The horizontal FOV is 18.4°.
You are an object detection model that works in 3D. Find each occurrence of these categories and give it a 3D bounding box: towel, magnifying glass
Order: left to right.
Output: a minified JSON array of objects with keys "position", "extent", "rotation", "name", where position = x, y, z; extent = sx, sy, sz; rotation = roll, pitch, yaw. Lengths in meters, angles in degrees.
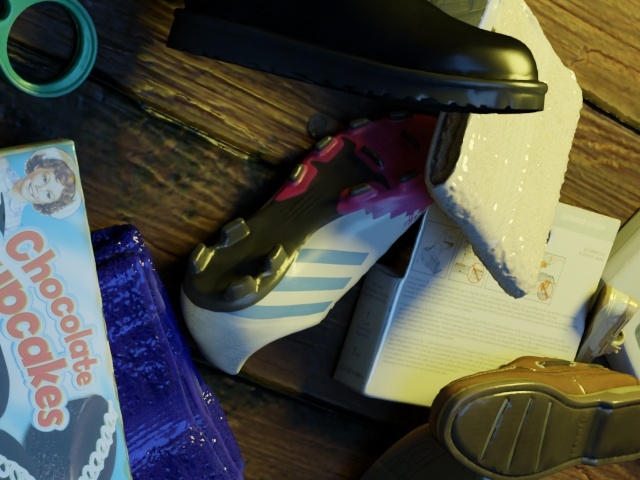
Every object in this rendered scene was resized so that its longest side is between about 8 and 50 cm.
[{"position":[-0.277,-0.198,1.640],"extent":[0.231,0.026,0.092],"rotation":[36,83,-38],"name":"magnifying glass"},{"position":[-0.197,0.163,1.786],"extent":[0.227,0.076,0.308],"rotation":[-36,123,-23],"name":"towel"},{"position":[0.184,-0.103,1.914],"extent":[0.187,0.049,0.282],"rotation":[50,44,-38],"name":"towel"}]

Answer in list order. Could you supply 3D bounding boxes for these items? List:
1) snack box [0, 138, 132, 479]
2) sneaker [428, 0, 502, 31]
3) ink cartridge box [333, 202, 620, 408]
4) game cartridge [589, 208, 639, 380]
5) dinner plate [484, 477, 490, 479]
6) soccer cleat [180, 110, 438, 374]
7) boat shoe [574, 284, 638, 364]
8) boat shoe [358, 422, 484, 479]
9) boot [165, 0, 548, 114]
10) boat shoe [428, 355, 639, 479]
[{"position":[-0.273,0.088,1.645],"extent":[0.187,0.060,0.322],"rotation":[-12,98,-19],"name":"snack box"},{"position":[0.114,-0.307,1.811],"extent":[0.147,0.104,0.296],"rotation":[15,95,-41],"name":"sneaker"},{"position":[0.164,0.060,2.027],"extent":[0.275,0.060,0.239],"rotation":[14,96,-39],"name":"ink cartridge box"},{"position":[0.408,0.091,2.223],"extent":[0.196,0.060,0.294],"rotation":[-43,125,-13],"name":"game cartridge"},{"position":[0.185,0.258,2.137],"extent":[0.141,0.017,0.141],"rotation":[-12,110,-34],"name":"dinner plate"},{"position":[0.000,0.000,1.871],"extent":[0.331,0.116,0.143],"rotation":[-35,144,-25],"name":"soccer cleat"},{"position":[0.304,0.100,2.113],"extent":[0.135,0.045,0.050],"rotation":[106,3,-56],"name":"boat shoe"},{"position":[0.060,0.339,2.024],"extent":[0.341,0.121,0.110],"rotation":[-58,166,-2],"name":"boat shoe"},{"position":[0.048,-0.254,1.687],"extent":[0.348,0.131,0.260],"rotation":[14,94,-1],"name":"boot"},{"position":[0.214,0.175,2.005],"extent":[0.307,0.104,0.111],"rotation":[8,110,-40],"name":"boat shoe"}]
